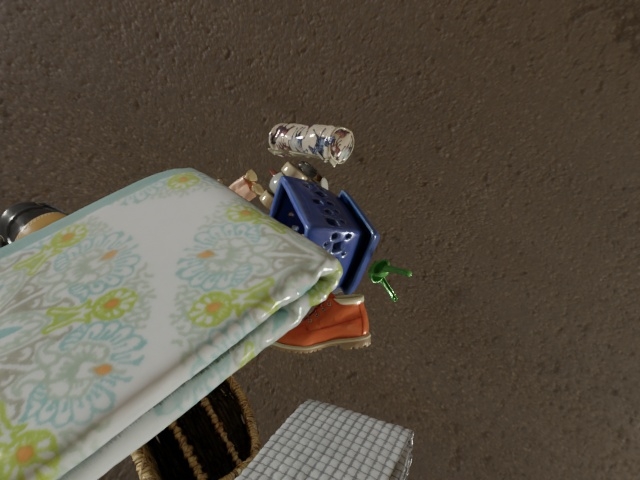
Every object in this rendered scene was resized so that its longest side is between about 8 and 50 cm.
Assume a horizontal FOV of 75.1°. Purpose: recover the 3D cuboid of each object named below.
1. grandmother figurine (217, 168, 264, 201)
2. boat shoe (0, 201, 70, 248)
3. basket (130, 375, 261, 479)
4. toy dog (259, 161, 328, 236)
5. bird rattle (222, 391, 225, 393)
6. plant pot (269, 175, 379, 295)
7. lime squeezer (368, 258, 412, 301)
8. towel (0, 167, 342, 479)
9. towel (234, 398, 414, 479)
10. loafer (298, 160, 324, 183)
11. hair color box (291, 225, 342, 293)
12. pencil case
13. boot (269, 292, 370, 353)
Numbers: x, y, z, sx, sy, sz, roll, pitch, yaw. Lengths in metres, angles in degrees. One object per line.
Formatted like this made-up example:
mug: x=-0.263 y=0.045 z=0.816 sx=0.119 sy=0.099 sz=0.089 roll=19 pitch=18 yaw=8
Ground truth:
grandmother figurine: x=-0.406 y=-0.159 z=1.804 sx=0.343 sy=0.104 sz=0.207 roll=-27 pitch=75 yaw=22
boat shoe: x=-0.590 y=0.064 z=0.987 sx=0.156 sy=0.500 sz=0.186 roll=34 pitch=63 yaw=4
basket: x=-0.244 y=0.336 z=0.793 sx=0.214 sy=0.222 sz=0.299 roll=-27 pitch=60 yaw=-25
toy dog: x=-0.068 y=-0.140 z=1.386 sx=0.220 sy=0.160 sz=0.333 roll=-31 pitch=135 yaw=0
bird rattle: x=-0.534 y=0.667 z=1.790 sx=0.254 sy=0.206 sz=0.143 roll=30 pitch=60 yaw=4
plant pot: x=0.000 y=0.000 z=1.039 sx=0.212 sy=0.235 sz=0.235 roll=2 pitch=126 yaw=-25
lime squeezer: x=0.177 y=0.101 z=1.138 sx=0.059 sy=0.310 sz=0.109 roll=-31 pitch=72 yaw=-8
towel: x=-0.215 y=0.063 z=0.478 sx=0.375 sy=0.321 sz=0.090 roll=-35 pitch=140 yaw=-26
towel: x=0.018 y=0.423 z=0.729 sx=0.235 sy=0.284 sz=0.121 roll=10 pitch=109 yaw=25
loafer: x=-0.035 y=-0.308 z=1.907 sx=0.170 sy=0.061 sz=0.062 roll=28 pitch=91 yaw=-47
hair color box: x=0.021 y=0.044 z=1.913 sx=0.114 sy=0.185 sz=0.374 roll=-21 pitch=114 yaw=32
pencil case: x=-0.056 y=-0.450 z=1.926 sx=0.183 sy=0.411 sz=0.159 roll=-54 pitch=138 yaw=-24
boot: x=-0.004 y=0.119 z=0.618 sx=0.158 sy=0.059 sz=0.084 roll=-4 pitch=97 yaw=-15
